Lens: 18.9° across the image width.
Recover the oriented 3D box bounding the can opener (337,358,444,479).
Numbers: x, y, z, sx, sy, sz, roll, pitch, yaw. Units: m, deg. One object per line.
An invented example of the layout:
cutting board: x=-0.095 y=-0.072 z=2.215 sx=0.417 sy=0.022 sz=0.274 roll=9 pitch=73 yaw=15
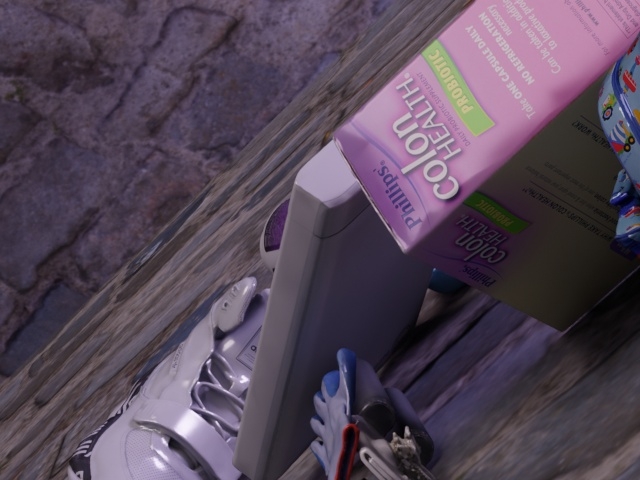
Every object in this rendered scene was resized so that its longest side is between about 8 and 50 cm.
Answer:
can opener: x=0.036 y=0.154 z=1.412 sx=0.093 sy=0.074 sz=0.280 roll=-46 pitch=10 yaw=7

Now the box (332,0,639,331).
box: x=0.174 y=-0.079 z=1.311 sx=0.243 sy=0.213 sz=0.117 roll=-44 pitch=54 yaw=17

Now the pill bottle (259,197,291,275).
pill bottle: x=0.000 y=0.000 z=2.046 sx=0.108 sy=0.108 sz=0.193 roll=-49 pitch=11 yaw=-16

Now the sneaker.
sneaker: x=-0.104 y=0.154 z=1.783 sx=0.210 sy=0.137 sz=0.366 roll=-46 pitch=7 yaw=18

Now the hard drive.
hard drive: x=0.033 y=0.018 z=1.521 sx=0.233 sy=0.047 sz=0.353 roll=-44 pitch=-20 yaw=-37

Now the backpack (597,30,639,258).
backpack: x=0.228 y=-0.048 z=1.140 sx=0.117 sy=0.173 sz=0.158 roll=-40 pitch=13 yaw=29

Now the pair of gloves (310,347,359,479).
pair of gloves: x=-0.003 y=0.177 z=1.368 sx=0.159 sy=0.023 sz=0.198 roll=-118 pitch=40 yaw=-80

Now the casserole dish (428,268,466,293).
casserole dish: x=0.155 y=-0.017 z=1.696 sx=0.188 sy=0.037 sz=0.114 roll=-41 pitch=12 yaw=29
